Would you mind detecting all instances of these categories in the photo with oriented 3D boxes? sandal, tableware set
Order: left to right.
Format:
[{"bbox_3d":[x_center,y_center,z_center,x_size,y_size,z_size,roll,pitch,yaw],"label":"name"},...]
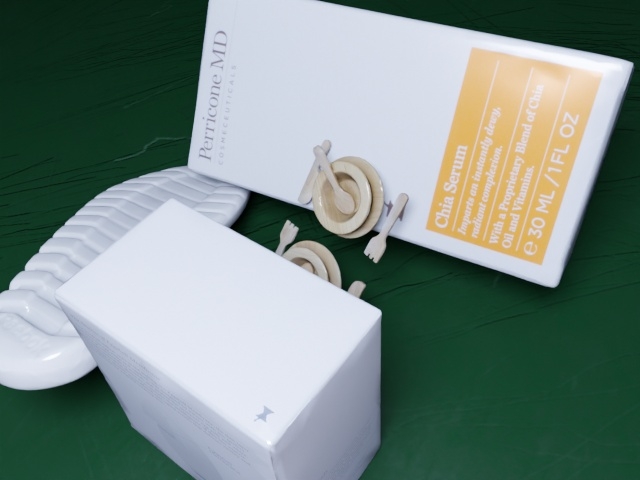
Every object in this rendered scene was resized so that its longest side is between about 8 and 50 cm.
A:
[{"bbox_3d":[-0.217,0.028,0.735,0.169,0.102,0.416,14,34,17],"label":"sandal"},{"bbox_3d":[0.000,0.000,0.688,0.128,0.194,0.039,39,27,30],"label":"tableware set"}]

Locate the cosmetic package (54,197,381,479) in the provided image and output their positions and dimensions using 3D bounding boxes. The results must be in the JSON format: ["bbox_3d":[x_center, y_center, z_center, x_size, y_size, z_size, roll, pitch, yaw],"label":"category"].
[{"bbox_3d":[-0.073,0.118,0.561,0.224,0.225,0.138,27,56,26],"label":"cosmetic package"}]

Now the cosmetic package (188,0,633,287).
[{"bbox_3d":[0.087,-0.138,0.744,0.453,0.230,0.161,18,20,22],"label":"cosmetic package"}]
